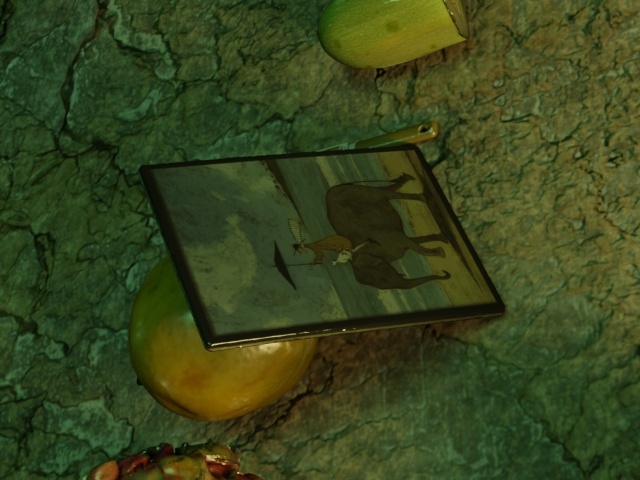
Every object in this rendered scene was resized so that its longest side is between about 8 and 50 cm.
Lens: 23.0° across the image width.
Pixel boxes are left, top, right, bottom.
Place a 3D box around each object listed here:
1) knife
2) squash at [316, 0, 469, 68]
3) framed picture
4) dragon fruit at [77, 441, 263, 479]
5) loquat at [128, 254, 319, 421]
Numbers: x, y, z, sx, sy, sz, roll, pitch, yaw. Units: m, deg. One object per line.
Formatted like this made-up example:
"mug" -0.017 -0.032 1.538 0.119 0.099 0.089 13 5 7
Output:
"knife" 0.023 -0.096 1.886 0.256 0.022 0.046 -15 61 24
"squash" 0.078 -0.269 1.890 0.186 0.123 0.123 -16 57 22
"framed picture" 0.000 0.000 1.700 0.347 0.016 0.265 -5 49 -23
"dragon fruit" -0.138 0.332 1.569 0.250 0.291 0.269 -43 51 -4
"loquat" -0.123 0.106 1.742 0.246 0.213 0.213 -29 51 33
